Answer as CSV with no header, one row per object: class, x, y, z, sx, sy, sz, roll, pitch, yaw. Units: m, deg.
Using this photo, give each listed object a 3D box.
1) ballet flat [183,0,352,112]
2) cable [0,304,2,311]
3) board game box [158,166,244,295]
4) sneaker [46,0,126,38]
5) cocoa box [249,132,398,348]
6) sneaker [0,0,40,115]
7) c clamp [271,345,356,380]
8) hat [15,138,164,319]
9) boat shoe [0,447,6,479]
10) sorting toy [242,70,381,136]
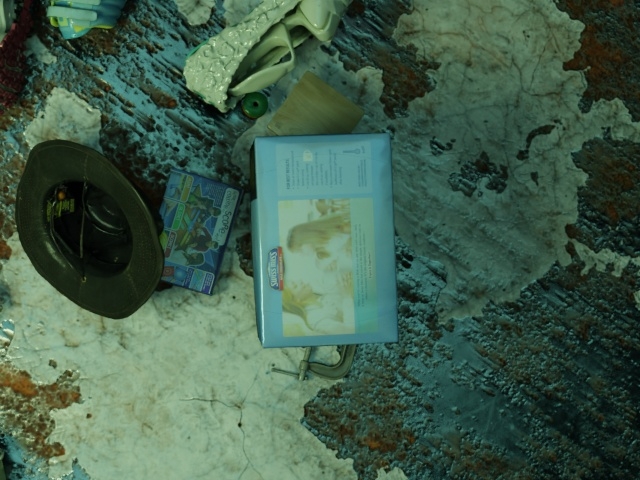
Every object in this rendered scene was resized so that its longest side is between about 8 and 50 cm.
ballet flat,-0.055,-0.371,1.757,0.409,0.147,0.147,-38,92,3
cable,-0.652,0.077,1.593,0.139,0.072,0.287,-34,132,1
board game box,-0.229,-0.015,1.769,0.136,0.035,0.201,18,82,-8
sneaker,-0.446,-0.464,1.672,0.319,0.127,0.208,23,85,-43
cocoa box,0.000,0.000,1.675,0.231,0.228,0.347,-2,89,-6
sneaker,-0.569,-0.343,1.704,0.112,0.121,0.299,6,69,7
c clamp,0.002,0.185,1.798,0.137,0.022,0.160,21,82,-7
hat,-0.360,-0.029,1.673,0.134,0.331,0.331,-27,90,-52
boat shoe,-0.577,0.361,1.637,0.094,0.109,0.302,-39,89,-13
sorting toy,-0.003,-0.214,1.822,0.274,0.046,0.132,35,80,-5
